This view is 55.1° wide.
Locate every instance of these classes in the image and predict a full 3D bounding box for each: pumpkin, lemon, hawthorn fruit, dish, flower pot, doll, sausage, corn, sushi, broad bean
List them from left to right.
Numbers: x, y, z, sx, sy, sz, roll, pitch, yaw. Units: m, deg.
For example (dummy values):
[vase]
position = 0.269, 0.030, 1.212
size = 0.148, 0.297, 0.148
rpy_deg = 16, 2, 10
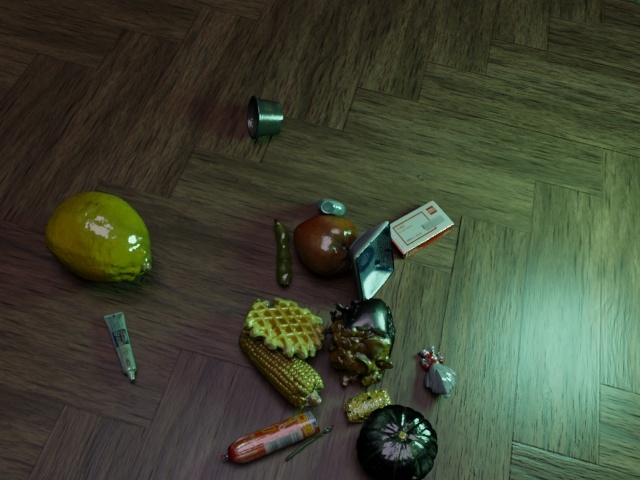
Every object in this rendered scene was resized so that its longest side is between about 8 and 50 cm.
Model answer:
[lemon]
position = -0.666, -0.009, 1.863
size = 0.316, 0.285, 0.285
rpy_deg = -5, 56, 15
[flower pot]
position = -0.202, -0.452, 2.262
size = 0.106, 0.157, 0.157
rpy_deg = -1, 57, -23
[sausage]
position = -0.140, 0.546, 1.679
size = 0.274, 0.074, 0.074
rpy_deg = -19, 62, -15
[corn]
position = -0.117, 0.363, 1.771
size = 0.322, 0.119, 0.119
rpy_deg = 36, 61, 22
[broad bean]
position = -0.123, 0.039, 2.011
size = 0.052, 0.053, 0.256
rpy_deg = -24, 55, 24
[hawthorn fruit]
position = 0.000, 0.000, 1.978
size = 0.251, 0.199, 0.199
rpy_deg = 25, 58, 26
[sushi]
position = 0.118, 0.298, 1.800
size = 0.200, 0.213, 0.204
rpy_deg = -10, 42, 15
[dish]
position = 0.147, 0.064, 1.922
size = 0.080, 0.243, 0.182
rpy_deg = 26, 58, 30
[pumpkin]
position = 0.205, 0.553, 1.655
size = 0.220, 0.162, 0.221
rpy_deg = 4, 53, -6
[doll]
position = 0.348, 0.393, 1.824
size = 0.094, 0.079, 0.180
rpy_deg = -20, 48, 0

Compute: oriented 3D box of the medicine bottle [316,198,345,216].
[medicine bottle]
position = 0.034, -0.109, 2.036
size = 0.090, 0.208, 0.054
rpy_deg = 17, 94, 6

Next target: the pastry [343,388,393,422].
[pastry]
position = 0.134, 0.474, 1.760
size = 0.140, 0.056, 0.080
rpy_deg = -8, 50, -13

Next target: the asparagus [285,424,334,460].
[asparagus]
position = -0.030, 0.564, 1.712
size = 0.166, 0.016, 0.013
rpy_deg = -31, 32, -21

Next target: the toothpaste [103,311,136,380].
[toothpaste]
position = -0.584, 0.310, 1.806
size = 0.060, 0.038, 0.233
rpy_deg = -17, 58, -19

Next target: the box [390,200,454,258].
[box]
position = 0.334, -0.037, 2.102
size = 0.229, 0.050, 0.123
rpy_deg = -28, 64, -21

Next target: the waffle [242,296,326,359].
[waffle]
position = -0.099, 0.251, 1.811
size = 0.250, 0.056, 0.261
rpy_deg = 23, 22, 2
